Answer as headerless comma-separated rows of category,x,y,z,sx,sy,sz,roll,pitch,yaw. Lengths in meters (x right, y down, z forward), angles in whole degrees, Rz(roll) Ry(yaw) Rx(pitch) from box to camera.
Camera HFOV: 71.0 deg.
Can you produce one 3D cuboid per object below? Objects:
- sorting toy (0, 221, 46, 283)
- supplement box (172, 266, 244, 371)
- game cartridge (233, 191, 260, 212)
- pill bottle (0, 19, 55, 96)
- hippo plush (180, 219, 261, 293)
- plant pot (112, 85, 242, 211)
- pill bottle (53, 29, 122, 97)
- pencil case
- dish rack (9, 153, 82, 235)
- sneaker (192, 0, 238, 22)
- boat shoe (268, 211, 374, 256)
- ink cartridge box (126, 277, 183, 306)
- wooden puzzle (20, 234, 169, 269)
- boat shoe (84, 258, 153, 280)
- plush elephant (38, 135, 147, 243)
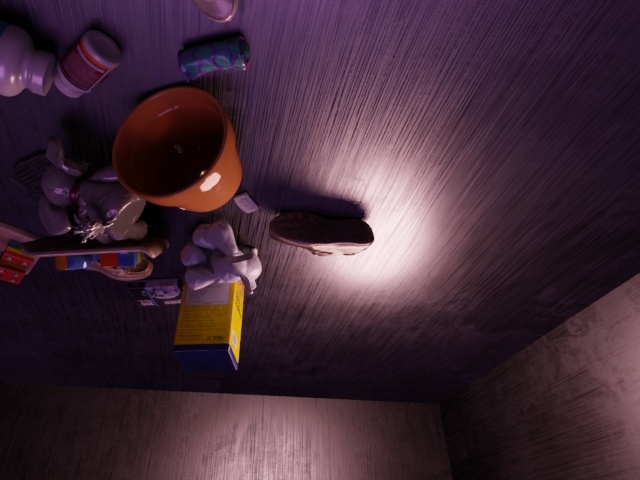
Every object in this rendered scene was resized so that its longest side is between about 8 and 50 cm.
sorting toy,-1.114,0.041,1.534,0.255,0.090,0.257,27,135,-34
supplement box,-0.403,0.282,1.670,0.194,0.357,0.195,-1,144,-1
game cartridge,-0.235,-0.120,1.419,0.055,0.017,0.083,-19,141,16
pill bottle,-0.701,-0.390,0.917,0.264,0.146,0.146,16,140,-24
hippo plush,-0.301,0.054,1.543,0.294,0.235,0.236,0,177,22
plant pot,-0.323,-0.197,1.111,0.290,0.291,0.203,-10,159,11
pill bottle,-0.516,-0.382,0.986,0.152,0.086,0.086,-26,138,28
pencil case,-0.234,-0.401,0.992,0.151,0.064,0.070,-8,119,9
dish rack,-0.757,-0.135,1.324,0.208,0.074,0.271,-18,141,20
sneaker,-0.239,-0.503,0.812,0.102,0.111,0.252,-16,142,19
boat shoe,0.000,0.000,1.497,0.355,0.132,0.130,8,143,-11
ink cartridge box,-0.658,0.229,1.852,0.206,0.045,0.208,-4,145,2
wooden puzzle,-0.668,0.036,1.384,0.347,0.081,0.322,2,-174,-11
boat shoe,-0.738,0.068,1.577,0.285,0.105,0.089,11,145,-16
plush elephant,-0.606,-0.130,1.193,0.255,0.330,0.272,36,114,3
